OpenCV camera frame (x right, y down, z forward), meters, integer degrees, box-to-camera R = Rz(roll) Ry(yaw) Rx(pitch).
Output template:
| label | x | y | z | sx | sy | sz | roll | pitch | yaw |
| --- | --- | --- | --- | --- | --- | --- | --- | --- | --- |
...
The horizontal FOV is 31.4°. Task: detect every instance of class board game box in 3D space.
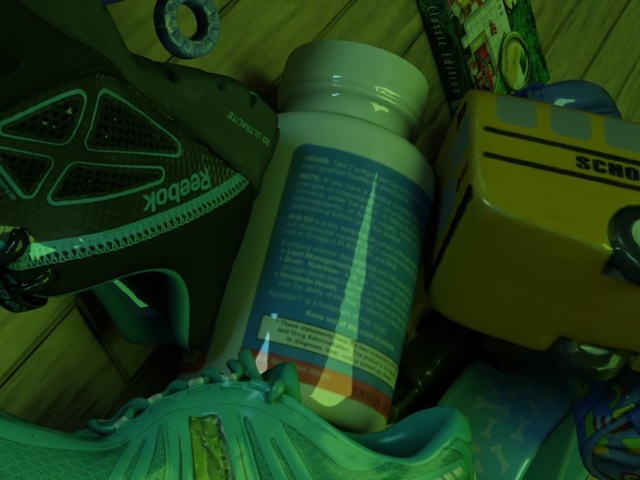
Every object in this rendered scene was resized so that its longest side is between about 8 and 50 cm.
| label | x | y | z | sx | sy | sz | roll | pitch | yaw |
| --- | --- | --- | --- | --- | --- | --- | --- | --- | --- |
| board game box | 0.119 | -0.216 | 0.913 | 0.136 | 0.030 | 0.259 | -49 | 127 | -44 |

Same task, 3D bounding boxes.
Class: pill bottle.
| label | x | y | z | sx | sy | sz | roll | pitch | yaw |
| --- | --- | --- | --- | --- | --- | --- | --- | --- | --- |
| pill bottle | 0.000 | 0.000 | 0.671 | 0.124 | 0.124 | 0.221 | 34 | 65 | -48 |

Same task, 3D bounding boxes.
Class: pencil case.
| label | x | y | z | sx | sy | sz | roll | pitch | yaw |
| --- | --- | --- | --- | --- | --- | --- | --- | --- | --- |
| pencil case | 0.196 | 0.016 | 0.807 | 0.133 | 0.119 | 0.306 | 40 | 29 | -51 |

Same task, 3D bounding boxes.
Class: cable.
| label | x | y | z | sx | sy | sz | roll | pitch | yaw |
| --- | --- | --- | --- | --- | --- | --- | --- | --- | --- |
| cable | 0.044 | 0.105 | 0.812 | 0.287 | 0.072 | 0.139 | -37 | 136 | -33 |

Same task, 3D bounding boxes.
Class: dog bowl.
| label | x | y | z | sx | sy | sz | roll | pitch | yaw |
| --- | --- | --- | --- | --- | --- | --- | --- | --- | --- |
| dog bowl | 0.160 | 0.152 | 0.875 | 0.297 | 0.074 | 0.165 | -28 | 136 | -49 |

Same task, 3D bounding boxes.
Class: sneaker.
| label | x | y | z | sx | sy | sz | roll | pitch | yaw |
| --- | --- | --- | --- | --- | --- | --- | --- | --- | --- |
| sneaker | -0.053 | 0.104 | 0.547 | 0.275 | 0.107 | 0.109 | 13 | 92 | -19 |
| sneaker | -0.139 | -0.043 | 0.488 | 0.341 | 0.125 | 0.139 | 24 | 72 | -49 |

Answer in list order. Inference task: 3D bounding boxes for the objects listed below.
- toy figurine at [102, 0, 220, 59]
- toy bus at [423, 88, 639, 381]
| label | x | y | z | sx | sy | sz | roll | pitch | yaw |
| --- | --- | --- | --- | --- | --- | --- | --- | --- | --- |
| toy figurine | -0.087 | -0.177 | 0.518 | 0.362 | 0.191 | 0.217 | -40 | 126 | -44 |
| toy bus | 0.234 | 0.015 | 0.676 | 0.108 | 0.333 | 0.130 | 108 | -9 | -48 |
